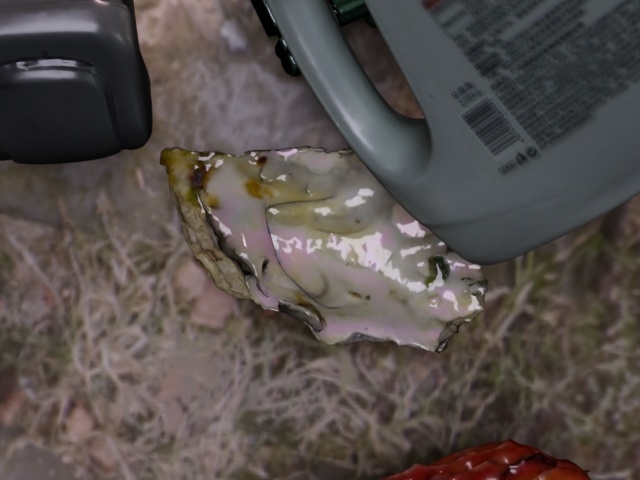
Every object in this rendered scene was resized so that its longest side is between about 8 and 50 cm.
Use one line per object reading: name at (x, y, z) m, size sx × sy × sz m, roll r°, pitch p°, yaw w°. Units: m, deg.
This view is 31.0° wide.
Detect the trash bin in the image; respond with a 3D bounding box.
trash bin at (-0.158, -0.162, 0.673) m, size 0.101 × 0.176 × 0.236 m, roll -6°, pitch 83°, yaw -3°

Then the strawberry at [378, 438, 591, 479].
strawberry at (0.017, 0.233, 0.674) m, size 0.253 × 0.150 × 0.280 m, roll 21°, pitch 83°, yaw -22°

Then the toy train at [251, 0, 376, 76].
toy train at (0.026, -0.187, 0.740) m, size 0.171 × 0.071 × 0.111 m, roll -26°, pitch 97°, yaw -6°

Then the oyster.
oyster at (0.004, 0.009, 0.728) m, size 0.209 × 0.072 × 0.132 m, roll 1°, pitch 79°, yaw -23°

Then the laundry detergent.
laundry detergent at (0.050, -0.190, 0.623) m, size 0.398 × 0.124 × 0.264 m, roll 48°, pitch 128°, yaw -8°
